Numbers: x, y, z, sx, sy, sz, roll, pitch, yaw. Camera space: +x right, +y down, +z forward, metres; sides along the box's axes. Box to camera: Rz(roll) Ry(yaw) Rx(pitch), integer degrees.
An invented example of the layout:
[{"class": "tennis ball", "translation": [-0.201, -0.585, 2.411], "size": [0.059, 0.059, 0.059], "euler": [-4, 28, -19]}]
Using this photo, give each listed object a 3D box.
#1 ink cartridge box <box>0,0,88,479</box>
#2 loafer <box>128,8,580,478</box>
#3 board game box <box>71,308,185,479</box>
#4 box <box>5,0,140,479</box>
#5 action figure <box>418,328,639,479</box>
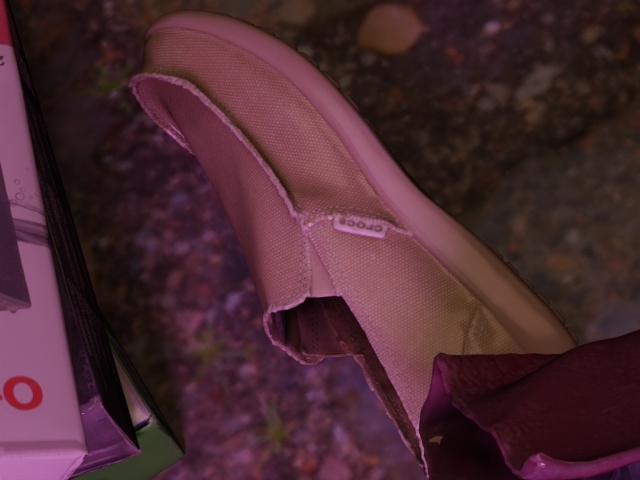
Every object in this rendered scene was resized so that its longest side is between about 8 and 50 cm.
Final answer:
[{"class": "ink cartridge box", "translation": [-0.186, -0.001, 0.687], "size": [0.158, 0.092, 0.218], "euler": [0, 65, -30]}, {"class": "loafer", "translation": [0.000, 0.000, 0.843], "size": [0.092, 0.102, 0.268], "euler": [-42, 69, -15]}, {"class": "board game box", "translation": [-0.259, 0.078, 0.872], "size": [0.316, 0.064, 0.242], "euler": [-31, 68, -4]}, {"class": "box", "translation": [-0.238, -0.014, 0.828], "size": [0.242, 0.076, 0.307], "euler": [-20, 68, 0]}, {"class": "action figure", "translation": [0.214, 0.052, 0.691], "size": [0.370, 0.276, 0.248], "euler": [-21, 71, -19]}]
